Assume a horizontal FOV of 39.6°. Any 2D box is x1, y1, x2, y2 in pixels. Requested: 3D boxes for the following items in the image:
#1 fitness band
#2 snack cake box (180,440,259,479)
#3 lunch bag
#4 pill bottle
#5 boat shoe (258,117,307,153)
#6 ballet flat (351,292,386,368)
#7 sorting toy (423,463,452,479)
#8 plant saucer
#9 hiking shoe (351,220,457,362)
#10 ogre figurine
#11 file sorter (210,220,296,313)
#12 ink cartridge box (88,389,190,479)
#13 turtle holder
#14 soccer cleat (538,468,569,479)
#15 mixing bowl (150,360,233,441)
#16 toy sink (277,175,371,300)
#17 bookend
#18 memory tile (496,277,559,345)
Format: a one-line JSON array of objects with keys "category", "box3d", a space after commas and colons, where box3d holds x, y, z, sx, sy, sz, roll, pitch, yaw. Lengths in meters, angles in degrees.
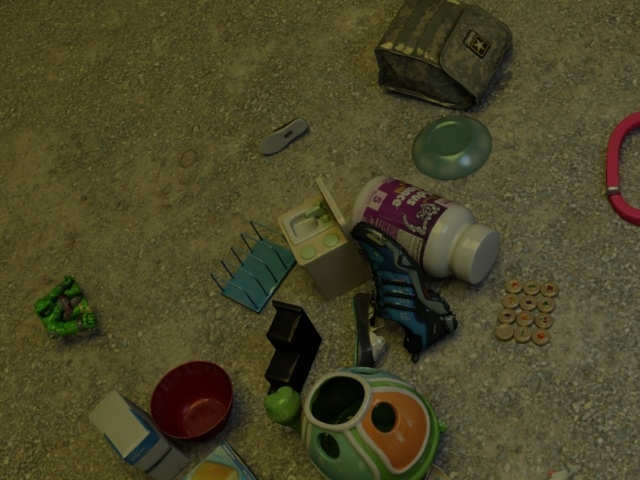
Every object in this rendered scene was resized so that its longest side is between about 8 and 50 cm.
[{"category": "fitness band", "box3d": [0.725, -0.160, 1.919, 0.209, 0.054, 0.291, 1, 60, 19]}, {"category": "snack cake box", "box3d": [-0.158, 0.545, 1.739, 0.152, 0.089, 0.264, -41, 54, -10]}, {"category": "lunch bag", "box3d": [0.310, -0.468, 2.198, 0.287, 0.169, 0.235, 20, 63, 21]}, {"category": "pill bottle", "box3d": [0.227, -0.020, 1.926, 0.301, 0.169, 0.169, 25, 69, 30]}, {"category": "boat shoe", "box3d": [-0.098, -0.268, 2.283, 0.142, 0.049, 0.040, -31, 20, 0]}, {"category": "ballet flat", "box3d": [0.104, 0.198, 1.890, 0.074, 0.074, 0.203, -10, 53, 13]}, {"category": "sorting toy", "box3d": [0.224, 0.477, 1.684, 0.075, 0.045, 0.083, 19, 64, 20]}, {"category": "plant saucer", "box3d": [0.309, -0.233, 2.120, 0.195, 0.037, 0.195, -9, 57, 14]}, {"category": "hiking shoe", "box3d": [0.150, 0.099, 1.832, 0.132, 0.113, 0.304, -39, 91, -5]}, {"category": "ogre figurine", "box3d": [-0.621, 0.166, 2.145, 0.118, 0.097, 0.197, -28, 64, -15]}, {"category": "file sorter", "box3d": [-0.153, 0.056, 2.048, 0.118, 0.104, 0.170, 24, 68, 30]}, {"category": "ink cartridge box", "box3d": [-0.371, 0.409, 1.838, 0.082, 0.191, 0.139, -44, 55, -10]}, {"category": "turtle holder", "box3d": [0.065, 0.338, 1.702, 0.243, 0.227, 0.320, -46, 42, -5]}, {"category": "soccer cleat", "box3d": [0.388, 0.495, 1.604, 0.196, 0.068, 0.076, -42, 70, -9]}, {"category": "mixing bowl", "box3d": [-0.258, 0.357, 1.885, 0.181, 0.098, 0.181, -8, 51, 10]}, {"category": "toy sink", "box3d": [0.000, 0.000, 1.952, 0.131, 0.234, 0.153, -28, 54, -1]}, {"category": "bookend", "box3d": [-0.075, 0.235, 1.872, 0.072, 0.156, 0.157, 11, 63, 24]}, {"category": "memory tile", "box3d": [0.429, 0.146, 1.845, 0.113, 0.012, 0.148, 6, 61, 23]}]
